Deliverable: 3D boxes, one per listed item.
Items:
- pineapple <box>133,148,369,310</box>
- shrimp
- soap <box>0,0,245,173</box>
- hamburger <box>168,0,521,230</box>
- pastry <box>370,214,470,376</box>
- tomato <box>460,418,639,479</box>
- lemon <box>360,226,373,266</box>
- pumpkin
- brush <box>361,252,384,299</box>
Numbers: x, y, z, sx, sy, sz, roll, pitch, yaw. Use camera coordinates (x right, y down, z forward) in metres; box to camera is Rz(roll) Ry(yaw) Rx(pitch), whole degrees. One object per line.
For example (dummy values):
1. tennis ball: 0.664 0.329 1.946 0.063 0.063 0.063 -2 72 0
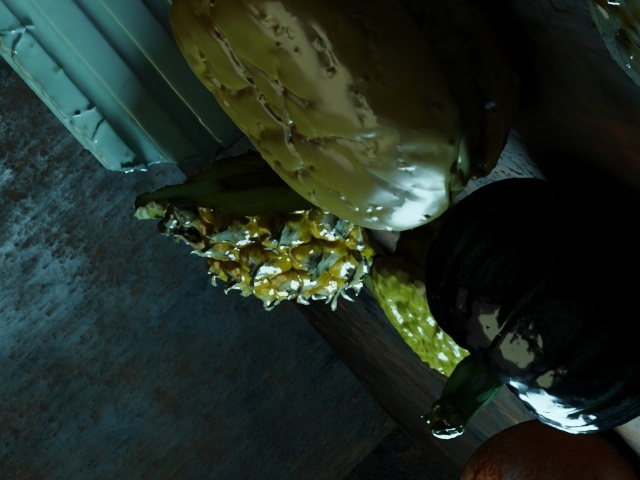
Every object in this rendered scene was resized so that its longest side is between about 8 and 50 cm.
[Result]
1. pineapple: -0.097 0.011 1.688 0.344 0.286 0.209 -114 15 -70
2. shrimp: 0.177 -0.145 0.730 0.132 0.051 0.187 42 173 32
3. soap: -0.291 -0.285 1.704 0.446 0.261 0.156 49 171 -23
4. hamburger: 0.016 -0.141 1.045 0.318 0.158 0.319 37 156 20
5. pastry: 0.172 0.088 1.565 0.235 0.132 0.240 38 169 50
6. tomato: 0.332 0.375 1.737 0.265 0.265 0.265 46 172 9
7. lemon: 0.000 0.000 1.997 0.187 0.142 0.142 27 164 21
8. pumpkin: 0.181 0.078 1.103 0.248 0.248 0.248 46 172 9
9. brush: 0.150 0.108 2.027 0.197 0.059 0.123 51 168 -32
